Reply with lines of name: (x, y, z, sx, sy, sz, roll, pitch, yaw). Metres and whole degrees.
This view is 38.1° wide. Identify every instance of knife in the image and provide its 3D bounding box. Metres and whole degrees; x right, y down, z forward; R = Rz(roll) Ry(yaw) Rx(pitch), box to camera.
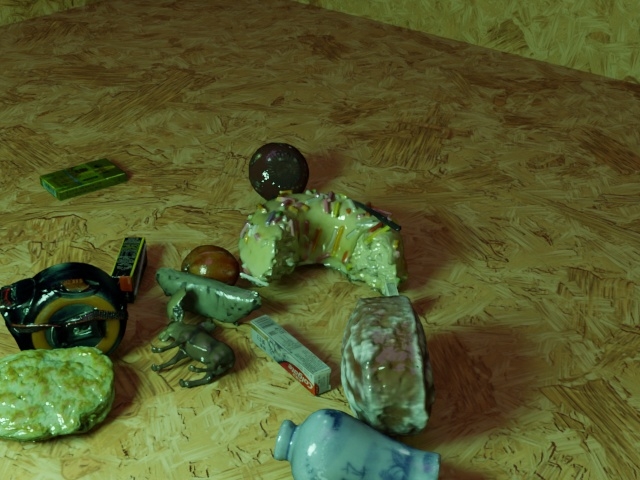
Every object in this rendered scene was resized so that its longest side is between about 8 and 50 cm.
knife: (0.121, -0.054, 1.984, 0.023, 0.010, 0.170, -8, 27, -33)

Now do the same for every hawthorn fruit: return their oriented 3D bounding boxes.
hawthorn fruit: (-0.234, 0.063, 1.971, 0.128, 0.128, 0.128, 1, 30, 0)

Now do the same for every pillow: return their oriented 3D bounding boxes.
pillow: (-0.230, 0.121, 1.889, 0.241, 0.093, 0.051, 13, 26, 18)

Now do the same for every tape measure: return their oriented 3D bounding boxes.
tape measure: (-0.471, 0.145, 1.730, 0.223, 0.202, 0.135, -20, 34, -9)

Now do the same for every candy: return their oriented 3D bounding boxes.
candy: (0.113, 0.215, 1.608, 0.157, 0.214, 0.289, -1, 25, -3)

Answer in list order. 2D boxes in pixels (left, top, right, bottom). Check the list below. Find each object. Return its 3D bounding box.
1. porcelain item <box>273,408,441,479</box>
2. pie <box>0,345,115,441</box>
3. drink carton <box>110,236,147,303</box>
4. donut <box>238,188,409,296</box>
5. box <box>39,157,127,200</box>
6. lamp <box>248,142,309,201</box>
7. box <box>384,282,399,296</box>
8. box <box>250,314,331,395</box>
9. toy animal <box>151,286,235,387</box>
porcelain item: (0.057, 0.348, 1.467, 0.259, 0.141, 0.141, 15, 32, 7)
pie: (-0.483, 0.276, 1.615, 0.248, 0.090, 0.201, -3, 40, -7)
drink carton: (-0.412, 0.063, 2.008, 0.056, 0.071, 0.165, -2, 31, 1)
donut: (0.007, -0.002, 2.031, 0.371, 0.150, 0.307, 4, 25, -9)
box: (-0.622, -0.162, 2.440, 0.193, 0.030, 0.121, -22, 37, -33)
lamp: (-0.111, -0.168, 2.350, 0.156, 0.157, 0.135, 27, -13, -15)
box: (0.143, 0.134, 1.884, 0.024, 0.083, 0.054, 0, 30, -3)
box: (-0.059, 0.215, 1.764, 0.040, 0.055, 0.218, -20, 36, -30)
toy animal: (-0.247, 0.192, 1.783, 0.214, 0.093, 0.186, 26, 42, 24)
